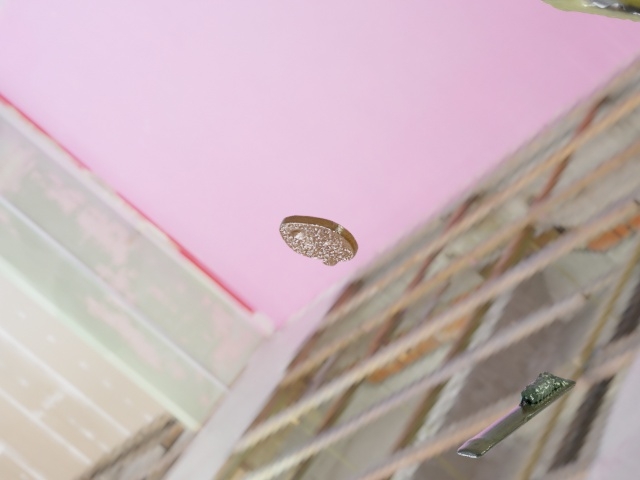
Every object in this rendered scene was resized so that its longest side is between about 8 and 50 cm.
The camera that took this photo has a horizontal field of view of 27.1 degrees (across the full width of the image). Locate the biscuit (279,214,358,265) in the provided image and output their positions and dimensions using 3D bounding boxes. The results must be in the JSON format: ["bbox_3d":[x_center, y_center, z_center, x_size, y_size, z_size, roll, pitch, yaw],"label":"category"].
[{"bbox_3d":[0.000,0.000,1.406,0.091,0.078,0.015,8,-123,32],"label":"biscuit"}]

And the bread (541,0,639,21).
[{"bbox_3d":[0.244,-0.217,0.661,0.263,0.198,0.236,15,-116,34],"label":"bread"}]

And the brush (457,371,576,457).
[{"bbox_3d":[0.211,0.180,1.415,0.034,0.028,0.190,1,-160,44],"label":"brush"}]
